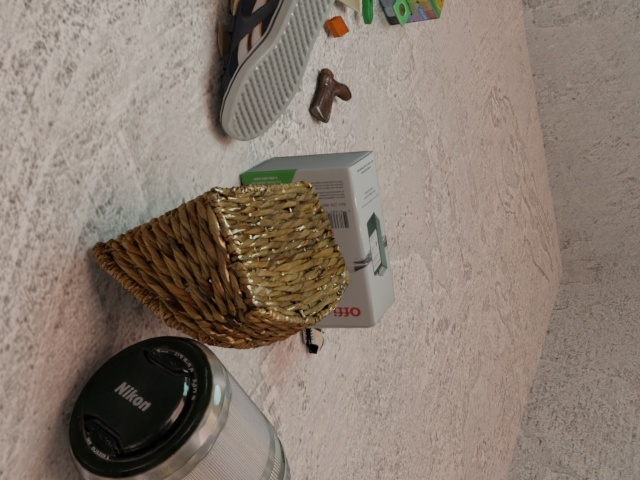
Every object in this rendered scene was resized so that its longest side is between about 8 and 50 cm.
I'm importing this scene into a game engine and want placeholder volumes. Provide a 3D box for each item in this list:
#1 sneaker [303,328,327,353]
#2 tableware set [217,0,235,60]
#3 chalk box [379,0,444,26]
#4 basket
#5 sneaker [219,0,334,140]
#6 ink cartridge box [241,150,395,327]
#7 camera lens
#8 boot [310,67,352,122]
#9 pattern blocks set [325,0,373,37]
[{"bbox_3d":[-0.016,0.174,1.738,0.043,0.040,0.109,-60,140,-43],"label":"sneaker"},{"bbox_3d":[-0.127,-0.354,1.567,0.169,0.020,0.141,31,62,-60],"label":"tableware set"},{"bbox_3d":[0.217,-0.606,2.150,0.132,0.132,0.213,56,41,-47],"label":"chalk box"},{"bbox_3d":[-0.123,0.054,1.268,0.299,0.223,0.213,-12,79,-65],"label":"basket"},{"bbox_3d":[-0.091,-0.325,1.507,0.126,0.127,0.321,22,99,-51],"label":"sneaker"},{"bbox_3d":[0.000,0.000,1.593,0.121,0.211,0.289,-40,125,-60],"label":"ink cartridge box"},{"bbox_3d":[-0.180,0.276,1.197,0.274,0.219,0.219,60,38,-44],"label":"camera lens"},{"bbox_3d":[0.022,-0.277,1.843,0.106,0.037,0.114,37,52,-42],"label":"boot"},{"bbox_3d":[0.030,-0.566,1.880,0.325,0.026,0.285,24,68,-57],"label":"pattern blocks set"}]
